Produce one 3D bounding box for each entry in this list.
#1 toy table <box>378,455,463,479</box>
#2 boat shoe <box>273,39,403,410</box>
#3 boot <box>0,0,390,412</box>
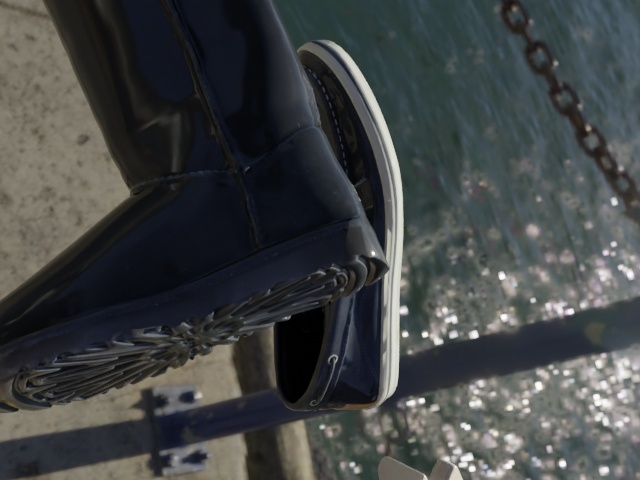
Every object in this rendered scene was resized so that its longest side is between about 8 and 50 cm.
[{"bbox_3d":[0.155,0.413,1.386,0.161,0.252,0.274,-55,159,-22],"label":"toy table"},{"bbox_3d":[0.000,0.000,1.312,0.156,0.187,0.500,-13,112,-26],"label":"boat shoe"},{"bbox_3d":[-0.187,-0.111,0.900,0.367,0.146,0.445,-19,72,-10],"label":"boot"}]
